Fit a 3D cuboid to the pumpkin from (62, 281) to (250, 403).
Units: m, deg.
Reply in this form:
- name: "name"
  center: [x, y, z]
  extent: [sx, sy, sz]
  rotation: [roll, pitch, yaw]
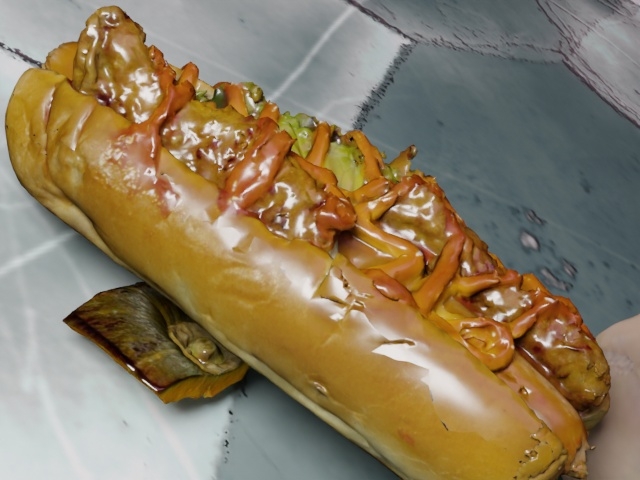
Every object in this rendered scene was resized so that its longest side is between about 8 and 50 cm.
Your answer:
- name: "pumpkin"
  center: [-0.079, 0.052, 0.751]
  extent: [0.073, 0.035, 0.101]
  rotation: [42, 27, 22]

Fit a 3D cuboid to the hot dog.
- name: "hot dog"
  center: [0.000, 0.000, 0.760]
  extent: [0.349, 0.117, 0.158]
  rotation: [37, 15, 14]

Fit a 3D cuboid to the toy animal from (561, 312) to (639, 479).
- name: "toy animal"
  center: [0.244, 0.142, 0.819]
  extent: [0.230, 0.210, 0.221]
  rotation: [12, 37, -16]
